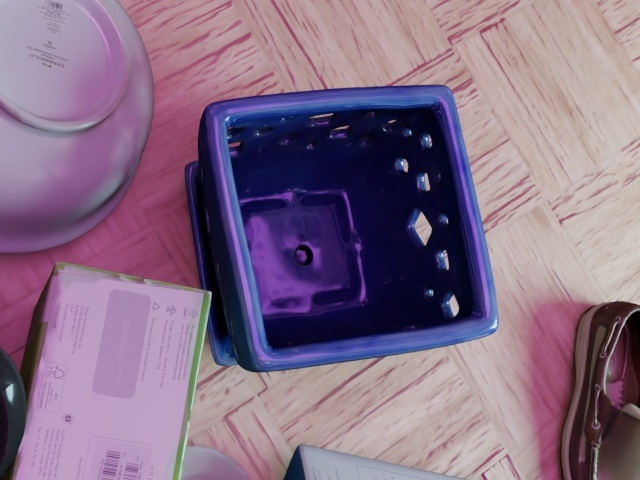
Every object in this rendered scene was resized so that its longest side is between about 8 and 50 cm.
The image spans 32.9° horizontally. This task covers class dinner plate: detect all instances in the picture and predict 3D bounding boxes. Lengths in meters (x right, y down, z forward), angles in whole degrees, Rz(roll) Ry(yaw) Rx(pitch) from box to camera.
[{"bbox_3d":[-0.113,0.263,1.007,0.141,0.017,0.141,10,72,-34],"label":"dinner plate"}]

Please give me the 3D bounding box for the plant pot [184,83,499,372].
[{"bbox_3d":[0.000,0.000,1.010,0.235,0.212,0.236,-7,82,-20],"label":"plant pot"}]

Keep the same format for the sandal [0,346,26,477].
[{"bbox_3d":[-0.406,0.136,0.751,0.445,0.107,0.168,-4,107,20],"label":"sandal"}]

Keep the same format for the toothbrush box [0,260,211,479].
[{"bbox_3d":[-0.189,0.146,0.882,0.122,0.283,0.206,12,76,-17],"label":"toothbrush box"}]

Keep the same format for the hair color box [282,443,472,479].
[{"bbox_3d":[0.134,0.311,1.006,0.347,0.174,0.105,15,113,-14],"label":"hair color box"}]

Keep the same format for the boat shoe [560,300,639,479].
[{"bbox_3d":[0.313,0.189,1.140,0.095,0.095,0.258,4,79,-17],"label":"boat shoe"}]

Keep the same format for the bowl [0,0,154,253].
[{"bbox_3d":[-0.259,-0.144,0.949,0.297,0.134,0.298,11,72,-35],"label":"bowl"}]
